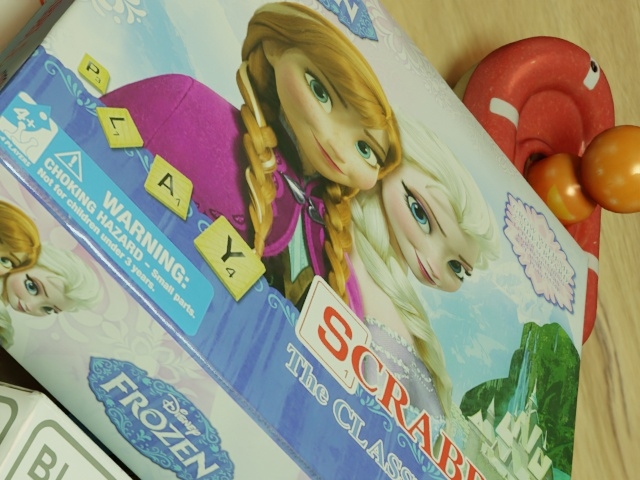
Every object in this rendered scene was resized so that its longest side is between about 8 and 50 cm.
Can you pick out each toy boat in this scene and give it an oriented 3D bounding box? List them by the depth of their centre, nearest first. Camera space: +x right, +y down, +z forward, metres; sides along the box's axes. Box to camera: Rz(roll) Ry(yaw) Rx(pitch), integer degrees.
[{"bbox_3d":[0.171,-0.039,0.950,0.151,0.151,0.231,35,52,-37],"label":"toy boat"}]

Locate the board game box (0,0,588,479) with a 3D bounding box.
[{"bbox_3d":[0.000,0.000,0.619,0.319,0.066,0.318,48,31,-20],"label":"board game box"}]

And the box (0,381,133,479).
[{"bbox_3d":[-0.150,0.204,0.458,0.290,0.087,0.169,-62,140,-28],"label":"box"}]

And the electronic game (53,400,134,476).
[{"bbox_3d":[-0.066,0.174,0.628,0.229,0.048,0.229,10,69,-27],"label":"electronic game"}]

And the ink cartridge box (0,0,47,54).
[{"bbox_3d":[-0.187,-0.058,0.584,0.218,0.092,0.159,-31,101,-49],"label":"ink cartridge box"}]
